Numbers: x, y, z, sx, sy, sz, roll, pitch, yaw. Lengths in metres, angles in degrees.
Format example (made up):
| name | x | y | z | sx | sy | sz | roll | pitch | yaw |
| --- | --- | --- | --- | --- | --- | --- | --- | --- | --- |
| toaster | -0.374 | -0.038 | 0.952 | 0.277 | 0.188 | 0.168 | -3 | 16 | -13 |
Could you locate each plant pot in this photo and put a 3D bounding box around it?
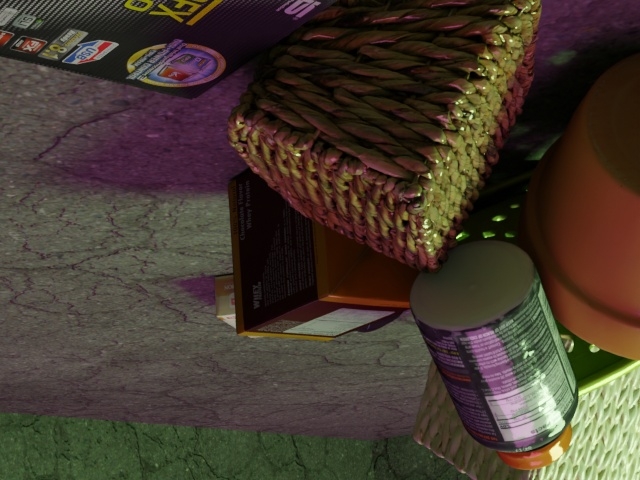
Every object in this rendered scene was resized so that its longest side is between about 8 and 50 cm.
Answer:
| name | x | y | z | sx | sy | sz | roll | pitch | yaw |
| --- | --- | --- | --- | --- | --- | --- | --- | --- | --- |
| plant pot | 0.346 | -0.051 | 1.110 | 0.290 | 0.291 | 0.203 | -5 | 147 | 3 |
| plant pot | 0.240 | 0.050 | 1.347 | 0.227 | 0.207 | 0.228 | -21 | 124 | -12 |

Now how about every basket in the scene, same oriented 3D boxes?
| name | x | y | z | sx | sy | sz | roll | pitch | yaw |
| --- | --- | --- | --- | --- | --- | --- | --- | --- | --- |
| basket | 0.057 | -0.130 | 1.022 | 0.213 | 0.223 | 0.299 | 26 | 172 | 14 |
| basket | 0.356 | 0.238 | 1.780 | 0.266 | 0.331 | 0.328 | 9 | -171 | -31 |

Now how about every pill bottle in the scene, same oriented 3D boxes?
| name | x | y | z | sx | sy | sz | roll | pitch | yaw |
| --- | --- | --- | --- | --- | --- | --- | --- | --- | --- |
| pill bottle | 0.189 | 0.129 | 1.161 | 0.130 | 0.130 | 0.246 | -11 | 128 | 21 |

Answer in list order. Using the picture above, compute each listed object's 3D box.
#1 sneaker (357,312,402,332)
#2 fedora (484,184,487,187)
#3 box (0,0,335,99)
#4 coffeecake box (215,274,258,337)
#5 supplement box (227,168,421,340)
| name | x | y | z | sx | sy | sz | roll | pitch | yaw |
| --- | --- | --- | --- | --- | --- | --- | --- | --- | --- |
| sneaker | 0.056 | 0.078 | 1.726 | 0.106 | 0.101 | 0.267 | -22 | 157 | 39 |
| fedora | 0.145 | -0.018 | 1.464 | 0.194 | 0.079 | 0.194 | -5 | 164 | -1 |
| box | -0.116 | -0.197 | 0.830 | 0.216 | 0.060 | 0.270 | 9 | 159 | -38 |
| coffeecake box | -0.075 | 0.102 | 1.826 | 0.142 | 0.068 | 0.185 | -8 | 163 | 12 |
| supplement box | 0.000 | 0.000 | 1.288 | 0.129 | 0.191 | 0.194 | 7 | 159 | -34 |
